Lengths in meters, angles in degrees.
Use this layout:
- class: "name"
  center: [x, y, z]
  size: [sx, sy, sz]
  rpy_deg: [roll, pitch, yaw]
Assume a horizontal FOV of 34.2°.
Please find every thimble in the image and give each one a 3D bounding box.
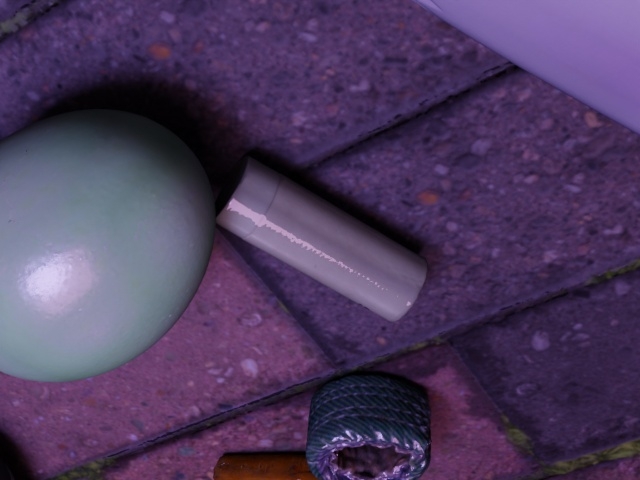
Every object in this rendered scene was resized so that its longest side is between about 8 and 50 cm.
- class: "thimble"
  center: [0.053, 0.212, 1.128]
  size: [0.135, 0.090, 0.118]
  rpy_deg: [4, 132, 2]

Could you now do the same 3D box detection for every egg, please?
- class: "egg"
  center: [-0.212, 0.004, 0.908]
  size: [0.269, 0.220, 0.220]
  rpy_deg: [-34, 118, 19]

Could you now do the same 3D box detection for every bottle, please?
- class: "bottle"
  center: [0.000, 0.000, 0.971]
  size: [0.201, 0.072, 0.072]
  rpy_deg: [30, 127, -16]

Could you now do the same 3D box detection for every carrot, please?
- class: "carrot"
  center: [-0.044, 0.275, 1.221]
  size: [0.161, 0.055, 0.055]
  rpy_deg: [5, 130, 13]

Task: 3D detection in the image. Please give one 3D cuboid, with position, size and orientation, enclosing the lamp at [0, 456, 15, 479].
- class: "lamp"
  center: [-0.407, 0.328, 1.258]
  size: [0.313, 0.182, 0.182]
  rpy_deg: [23, 132, -38]

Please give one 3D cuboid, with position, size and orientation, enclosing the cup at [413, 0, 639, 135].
- class: "cup"
  center: [0.192, -0.214, 0.651]
  size: [0.371, 0.253, 0.253]
  rpy_deg: [25, 128, -11]
